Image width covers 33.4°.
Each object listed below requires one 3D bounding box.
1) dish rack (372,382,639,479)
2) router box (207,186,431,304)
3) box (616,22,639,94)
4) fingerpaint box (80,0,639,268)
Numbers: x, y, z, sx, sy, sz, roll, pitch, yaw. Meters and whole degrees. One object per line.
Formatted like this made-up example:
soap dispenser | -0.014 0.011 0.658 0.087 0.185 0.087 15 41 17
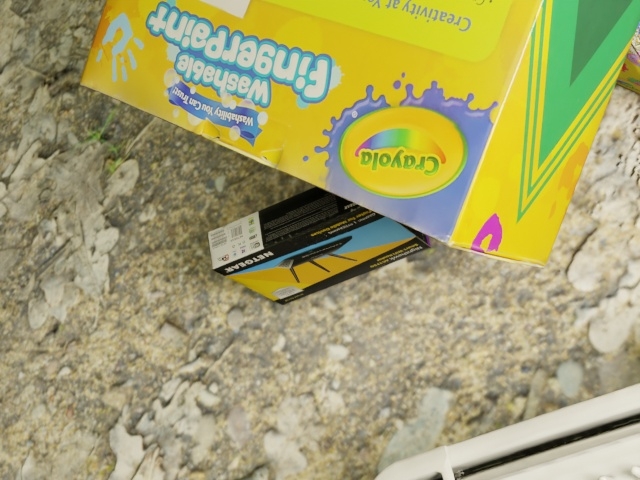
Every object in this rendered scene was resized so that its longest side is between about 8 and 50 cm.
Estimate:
dish rack | 0.204 0.266 0.767 0.333 0.072 0.285 -24 63 24
router box | 0.000 0.000 1.051 0.179 0.133 0.046 -22 62 24
box | 0.258 -0.321 0.984 0.290 0.177 0.279 34 93 36
fingerpaint box | 0.039 -0.229 0.895 0.445 0.163 0.371 25 98 38
